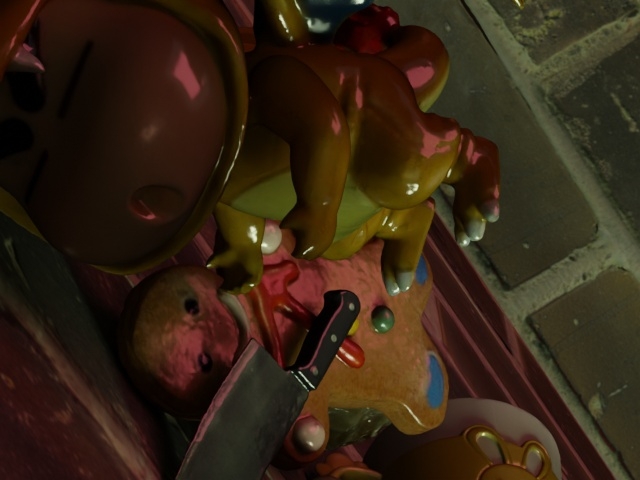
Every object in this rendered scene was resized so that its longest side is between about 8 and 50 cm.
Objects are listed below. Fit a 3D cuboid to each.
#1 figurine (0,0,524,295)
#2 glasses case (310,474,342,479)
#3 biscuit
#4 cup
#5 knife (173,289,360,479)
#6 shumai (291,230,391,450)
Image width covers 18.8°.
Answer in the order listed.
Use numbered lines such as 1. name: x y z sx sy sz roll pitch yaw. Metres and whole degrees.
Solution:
1. figurine: -0.084 -0.100 1.333 0.387 0.268 0.401 16 -3 -15
2. glasses case: 0.084 0.363 1.379 0.425 0.098 0.156 61 0 13
3. biscuit: -0.018 0.072 1.483 0.324 0.049 0.205 3 72 -41
4. cup: 0.107 0.262 1.664 0.241 0.185 0.226 17 33 -17
5. knife: -0.039 0.111 1.397 0.072 0.019 0.245 53 47 -25
6. shumai: -0.030 0.079 1.604 0.176 0.166 0.206 -9 60 -53
